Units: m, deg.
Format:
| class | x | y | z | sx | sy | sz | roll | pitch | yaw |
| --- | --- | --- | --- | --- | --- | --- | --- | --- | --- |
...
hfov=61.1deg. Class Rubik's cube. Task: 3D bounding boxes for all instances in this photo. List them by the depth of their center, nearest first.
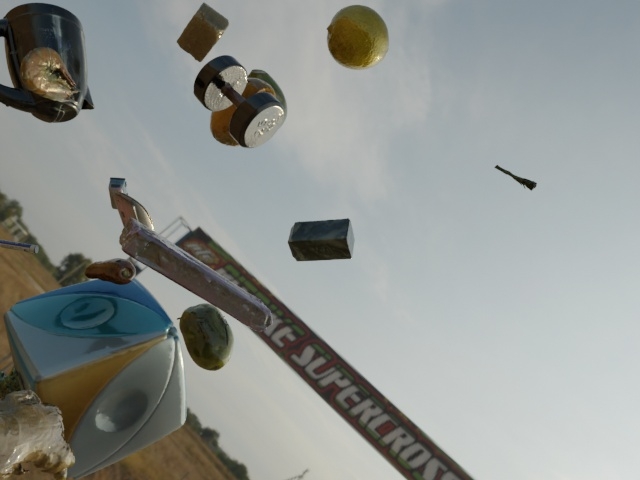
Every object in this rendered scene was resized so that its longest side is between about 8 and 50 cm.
| class | x | y | z | sx | sy | sz | roll | pitch | yaw |
| --- | --- | --- | --- | --- | --- | --- | --- | --- | --- |
| Rubik's cube | -0.563 | 0.326 | 1.376 | 0.351 | 0.347 | 0.352 | 31 | -51 | 46 |

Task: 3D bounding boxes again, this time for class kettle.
| class | x | y | z | sx | sy | sz | roll | pitch | yaw |
| --- | --- | --- | --- | --- | --- | --- | --- | --- | --- |
| kettle | -0.851 | -0.512 | 1.617 | 0.228 | 0.320 | 0.324 | -25 | -107 | 40 |

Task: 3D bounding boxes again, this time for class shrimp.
| class | x | y | z | sx | sy | sz | roll | pitch | yaw |
| --- | --- | --- | --- | --- | --- | --- | --- | --- | --- |
| shrimp | -0.668 | -0.411 | 1.363 | 0.051 | 0.115 | 0.217 | 28 | 2 | 10 |

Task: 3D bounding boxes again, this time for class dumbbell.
| class | x | y | z | sx | sy | sz | roll | pitch | yaw |
| --- | --- | --- | --- | --- | --- | --- | --- | --- | --- |
| dumbbell | -0.217 | -0.366 | 1.433 | 0.218 | 0.152 | 0.152 | 47 | -22 | 17 |

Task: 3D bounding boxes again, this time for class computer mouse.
| class | x | y | z | sx | sy | sz | roll | pitch | yaw |
| --- | --- | --- | --- | --- | --- | --- | --- | --- | --- |
| computer mouse | -0.636 | -0.075 | 1.858 | 0.125 | 0.056 | 0.245 | 24 | -38 | 20 |

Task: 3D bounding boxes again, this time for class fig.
| class | x | y | z | sx | sy | sz | roll | pitch | yaw |
| --- | --- | --- | --- | --- | --- | --- | --- | --- | --- |
| fig | -0.226 | -0.505 | 2.017 | 0.207 | 0.207 | 0.230 | 41 | -20 | 15 |

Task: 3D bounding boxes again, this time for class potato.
| class | x | y | z | sx | sy | sz | roll | pitch | yaw |
| --- | --- | --- | --- | --- | --- | --- | --- | --- | --- |
| potato | -0.387 | 0.325 | 1.853 | 0.248 | 0.169 | 0.143 | 63 | 9 | 29 |

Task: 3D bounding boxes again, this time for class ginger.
| class | x | y | z | sx | sy | sz | roll | pitch | yaw |
| --- | --- | --- | --- | --- | --- | --- | --- | --- | --- |
| ginger | -0.453 | 0.299 | 0.829 | 0.074 | 0.138 | 0.213 | -9 | -23 | 23 |

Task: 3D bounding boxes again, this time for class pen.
| class | x | y | z | sx | sy | sz | roll | pitch | yaw |
| --- | --- | --- | --- | --- | --- | --- | --- | --- | --- |
| pen | -0.919 | 0.008 | 1.558 | 0.204 | 0.025 | 0.025 | 11 | -24 | -6 |

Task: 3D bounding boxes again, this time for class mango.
| class | x | y | z | sx | sy | sz | roll | pitch | yaw |
| --- | --- | --- | --- | --- | --- | --- | --- | --- | --- |
| mango | -0.261 | -0.426 | 1.785 | 0.359 | 0.144 | 0.187 | -28 | -111 | 51 |

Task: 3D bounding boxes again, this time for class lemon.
| class | x | y | z | sx | sy | sz | roll | pitch | yaw |
| --- | --- | --- | --- | --- | --- | --- | --- | --- | --- |
| lemon | 0.114 | -0.593 | 1.591 | 0.203 | 0.178 | 0.178 | 10 | -12 | -22 |

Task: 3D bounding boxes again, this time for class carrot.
| class | x | y | z | sx | sy | sz | roll | pitch | yaw |
| --- | --- | --- | --- | --- | --- | --- | --- | --- | --- |
| carrot | -0.486 | 0.069 | 1.237 | 0.247 | 0.059 | 0.059 | -3 | -53 | 49 |

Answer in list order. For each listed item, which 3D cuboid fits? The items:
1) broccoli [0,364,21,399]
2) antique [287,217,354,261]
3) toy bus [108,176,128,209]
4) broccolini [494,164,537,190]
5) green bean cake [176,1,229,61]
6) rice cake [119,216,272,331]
| class | x | y | z | sx | sy | sz | roll | pitch | yaw |
| --- | --- | --- | --- | --- | --- | --- | --- | --- | --- |
| broccoli | -0.878 | 0.425 | 1.671 | 0.260 | 0.288 | 0.235 | -124 | -151 | -56 |
| antique | 0.000 | 0.000 | 1.568 | 0.182 | 0.086 | 0.088 | -4 | -47 | 15 |
| toy bus | -0.765 | -0.171 | 2.049 | 0.123 | 0.060 | 0.075 | 102 | -12 | -45 |
| broccolini | 0.603 | -0.200 | 1.672 | 0.140 | 0.035 | 0.030 | 37 | -28 | 26 |
| green bean cake | -0.398 | -0.698 | 1.825 | 0.109 | 0.085 | 0.179 | 37 | -36 | -23 |
| rice cake | -0.215 | 0.066 | 0.951 | 0.298 | 0.050 | 0.106 | 36 | -4 | -22 |
